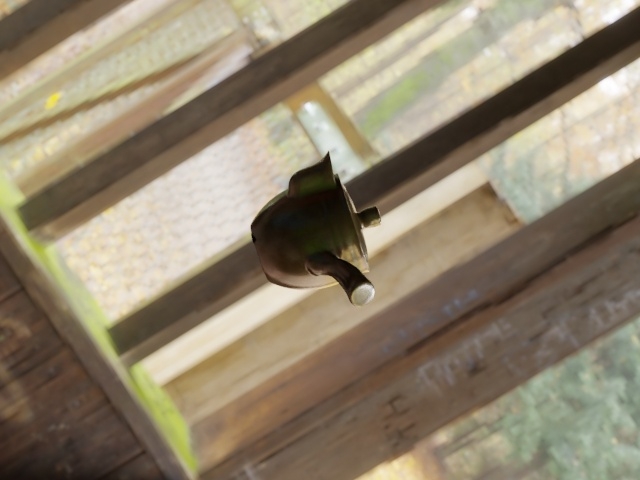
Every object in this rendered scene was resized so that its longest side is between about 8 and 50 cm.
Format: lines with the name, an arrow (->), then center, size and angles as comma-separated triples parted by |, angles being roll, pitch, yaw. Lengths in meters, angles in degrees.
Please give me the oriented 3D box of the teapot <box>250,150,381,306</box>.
teapot -> 0.000, 0.000, 0.764 | 0.110, 0.080, 0.085 | -106, 177, -57
